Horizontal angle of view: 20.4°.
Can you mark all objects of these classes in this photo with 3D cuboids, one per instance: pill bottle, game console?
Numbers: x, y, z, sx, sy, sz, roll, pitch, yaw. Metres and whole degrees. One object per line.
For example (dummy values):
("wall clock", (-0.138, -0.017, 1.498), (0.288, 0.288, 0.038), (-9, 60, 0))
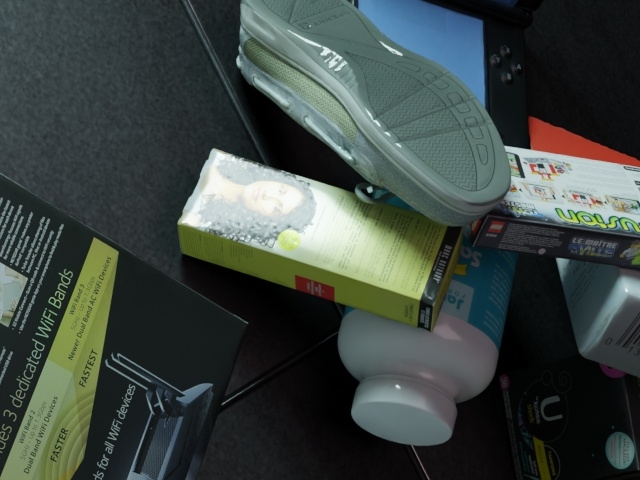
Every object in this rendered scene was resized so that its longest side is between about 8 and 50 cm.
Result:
("pill bottle", (0.100, 0.048, 1.613), (0.146, 0.146, 0.264), (30, 59, -28))
("game console", (0.135, -0.236, 1.718), (0.293, 0.173, 0.250), (13, 68, -35))

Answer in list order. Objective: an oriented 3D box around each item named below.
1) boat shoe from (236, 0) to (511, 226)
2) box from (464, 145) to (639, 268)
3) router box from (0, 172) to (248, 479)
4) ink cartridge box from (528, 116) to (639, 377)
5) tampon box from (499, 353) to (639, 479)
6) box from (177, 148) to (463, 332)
("boat shoe", (0.038, -0.110, 1.536), (0.118, 0.103, 0.320), (-23, 52, -38))
("box", (0.216, -0.031, 1.562), (0.207, 0.036, 0.114), (8, 37, -21))
("router box", (-0.204, 0.136, 1.176), (0.243, 0.081, 0.309), (34, 57, -25))
("ink cartridge box", (0.374, 0.010, 1.736), (0.308, 0.091, 0.385), (20, 35, -17))
("tampon box", (0.269, 0.170, 1.698), (0.101, 0.161, 0.120), (1, 74, -38))
("box", (0.000, 0.000, 1.522), (0.232, 0.058, 0.087), (17, 61, 8))
